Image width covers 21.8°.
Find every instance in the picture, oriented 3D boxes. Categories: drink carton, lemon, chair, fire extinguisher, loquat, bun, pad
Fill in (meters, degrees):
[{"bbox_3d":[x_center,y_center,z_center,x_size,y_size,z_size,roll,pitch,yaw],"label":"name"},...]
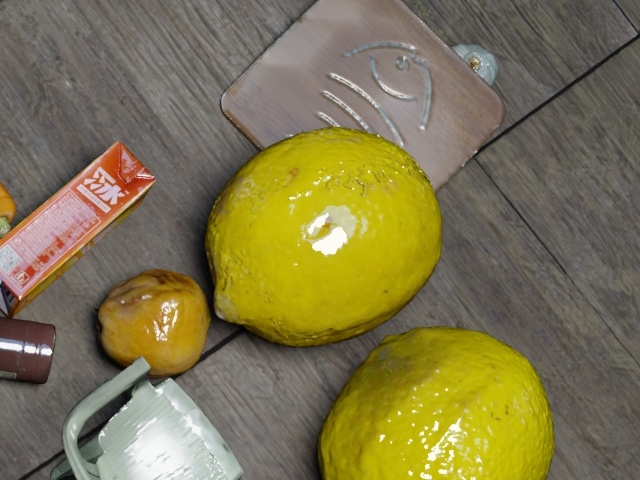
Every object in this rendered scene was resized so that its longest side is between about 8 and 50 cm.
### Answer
[{"bbox_3d":[-0.300,-0.014,1.951,0.071,0.096,0.223,47,65,1],"label":"drink carton"},{"bbox_3d":[0.140,0.233,1.927,0.268,0.268,0.322,39,70,-3],"label":"lemon"},{"bbox_3d":[-0.191,0.255,1.806,0.190,0.275,0.203,-36,85,-24],"label":"chair"},{"bbox_3d":[0.000,0.000,1.958,0.310,0.258,0.258,-30,84,-23],"label":"lemon"},{"bbox_3d":[-0.416,0.120,1.874,0.231,0.071,0.099,9,31,-16],"label":"fire extinguisher"},{"bbox_3d":[-0.196,0.098,1.949,0.137,0.113,0.137,-1,96,-7],"label":"loquat"},{"bbox_3d":[0.197,-0.228,2.212,0.083,0.045,0.083,6,70,-16],"label":"bun"},{"bbox_3d":[0.060,-0.172,2.142,0.286,0.018,0.284,44,75,-1],"label":"pad"}]

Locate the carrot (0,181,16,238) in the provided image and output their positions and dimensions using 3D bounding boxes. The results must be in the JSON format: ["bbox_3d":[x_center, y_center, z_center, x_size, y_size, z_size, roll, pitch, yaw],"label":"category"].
[{"bbox_3d":[-0.441,-0.100,1.964,0.061,0.061,0.257,-34,77,-24],"label":"carrot"}]
